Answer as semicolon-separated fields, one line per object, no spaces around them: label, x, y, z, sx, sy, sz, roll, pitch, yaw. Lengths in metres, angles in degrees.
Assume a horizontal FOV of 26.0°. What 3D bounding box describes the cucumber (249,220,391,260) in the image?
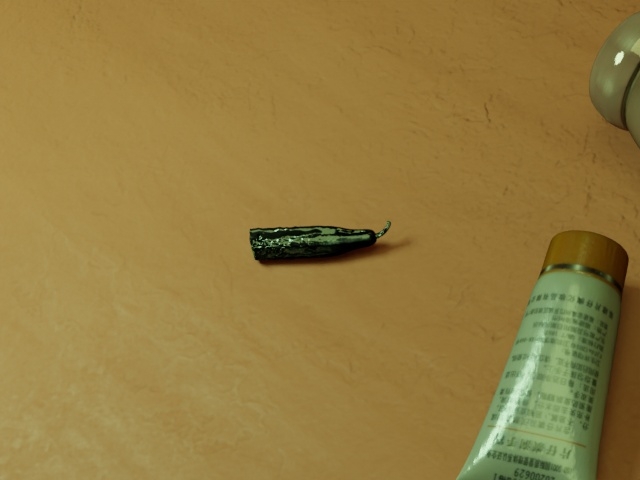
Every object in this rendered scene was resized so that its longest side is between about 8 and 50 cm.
cucumber;0.000;0.000;1.575;0.163;0.043;0.039;-1;10;7

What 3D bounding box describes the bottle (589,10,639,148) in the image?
bottle;0.448;-0.144;1.516;0.206;0.173;0.297;-35;52;-22

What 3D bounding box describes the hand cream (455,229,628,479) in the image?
hand cream;0.241;0.140;1.388;0.140;0.089;0.314;13;60;21
